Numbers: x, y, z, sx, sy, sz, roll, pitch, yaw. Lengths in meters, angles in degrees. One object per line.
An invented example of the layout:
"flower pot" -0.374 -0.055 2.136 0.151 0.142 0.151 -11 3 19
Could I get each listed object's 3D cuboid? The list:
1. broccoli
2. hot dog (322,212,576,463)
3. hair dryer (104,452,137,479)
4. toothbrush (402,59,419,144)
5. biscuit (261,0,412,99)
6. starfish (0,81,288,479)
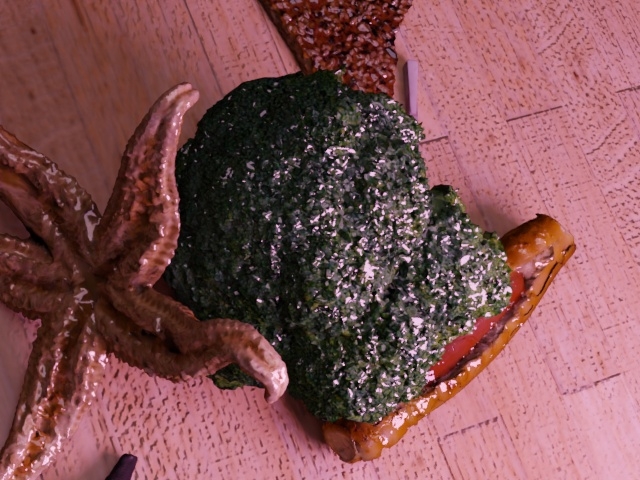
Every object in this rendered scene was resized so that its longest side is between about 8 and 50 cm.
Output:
"broccoli" 0.000 0.000 1.118 0.245 0.265 0.294 10 21 -45
"hot dog" 0.107 0.072 1.189 0.289 0.083 0.068 -43 107 -29
"hair dryer" -0.191 0.242 1.016 0.128 0.070 0.255 54 40 -34
"toothbrush" 0.083 -0.070 1.278 0.017 0.014 0.194 4 67 -16
"biscuit" 0.013 -0.220 1.312 0.131 0.026 0.237 -27 78 -24
"starfish" -0.180 0.035 1.067 0.375 0.094 0.327 15 95 27
